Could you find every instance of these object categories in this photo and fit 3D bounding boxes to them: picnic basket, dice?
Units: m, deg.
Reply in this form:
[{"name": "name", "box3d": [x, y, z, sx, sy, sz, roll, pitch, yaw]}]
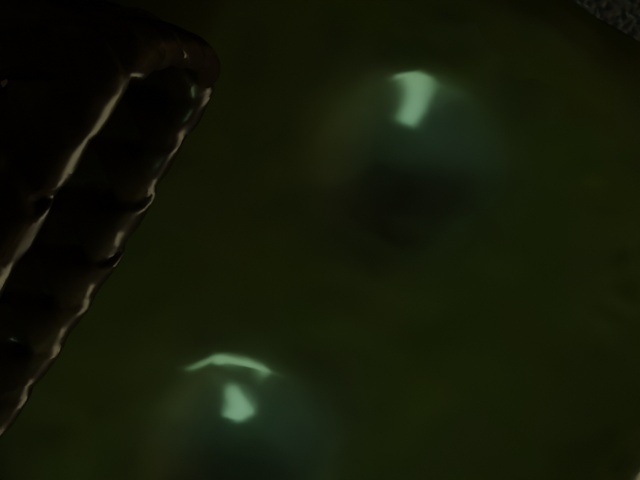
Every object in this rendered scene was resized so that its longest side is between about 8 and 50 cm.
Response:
[{"name": "picnic basket", "box3d": [-0.100, 0.019, 0.459, 0.193, 0.055, 0.110, -59, 175, 8]}, {"name": "dice", "box3d": [0.000, 0.000, 0.626, 0.233, 0.226, 0.238, -58, -177, 8]}]
